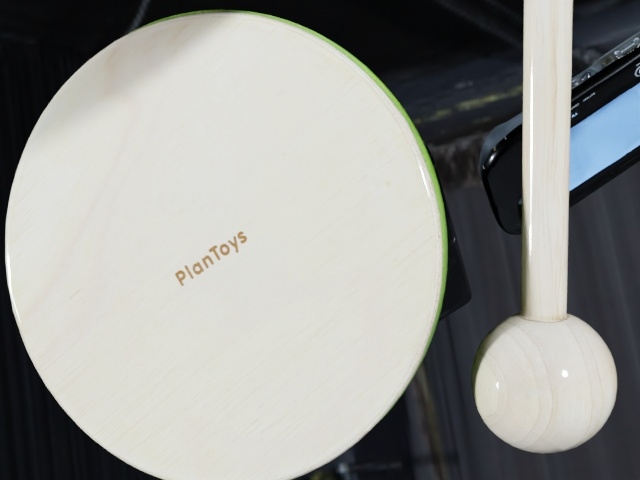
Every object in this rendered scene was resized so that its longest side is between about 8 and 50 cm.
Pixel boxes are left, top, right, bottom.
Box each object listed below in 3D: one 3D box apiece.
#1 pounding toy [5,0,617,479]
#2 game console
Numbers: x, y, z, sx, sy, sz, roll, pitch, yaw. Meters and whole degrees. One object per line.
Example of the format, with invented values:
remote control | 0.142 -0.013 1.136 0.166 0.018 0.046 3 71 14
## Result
pounding toy | 0.000 0.000 0.504 0.237 0.183 0.110 -4 1 20
game console | 0.107 -0.037 0.671 0.361 0.044 0.213 -34 -22 -1
